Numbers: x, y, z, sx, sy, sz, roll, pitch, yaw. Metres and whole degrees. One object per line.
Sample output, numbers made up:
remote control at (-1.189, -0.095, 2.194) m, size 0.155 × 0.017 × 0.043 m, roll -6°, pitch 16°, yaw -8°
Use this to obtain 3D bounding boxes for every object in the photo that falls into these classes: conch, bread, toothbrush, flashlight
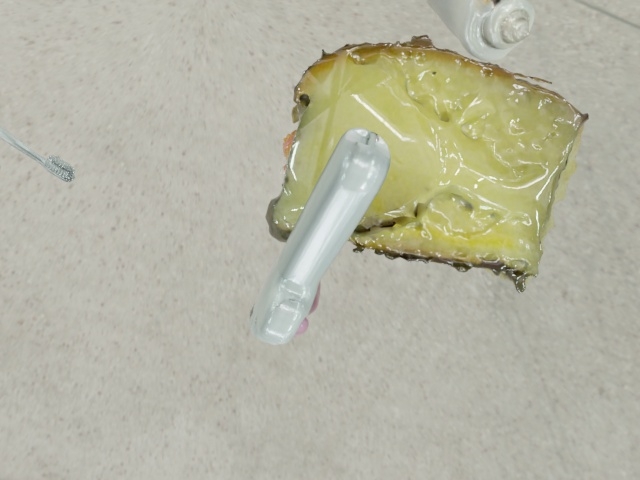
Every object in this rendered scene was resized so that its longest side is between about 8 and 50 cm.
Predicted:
conch at (0.196, -0.291, 1.192) m, size 0.104 × 0.176 × 0.094 m, roll 16°, pitch 122°, yaw -42°
bread at (0.095, -0.081, 0.874) m, size 0.261 × 0.163 × 0.204 m, roll 15°, pitch 106°, yaw -5°
toothbrush at (-0.455, -0.162, 1.288) m, size 0.288 × 0.021 × 0.024 m, roll 32°, pitch 142°, yaw -6°
flashlight at (0.000, 0.000, 0.747) m, size 0.047 × 0.093 × 0.200 m, roll 23°, pitch 122°, yaw -10°

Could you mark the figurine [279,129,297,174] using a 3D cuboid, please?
figurine at (-0.019, -0.095, 1.131) m, size 0.064 × 0.109 × 0.047 m, roll -26°, pitch 76°, yaw -3°
